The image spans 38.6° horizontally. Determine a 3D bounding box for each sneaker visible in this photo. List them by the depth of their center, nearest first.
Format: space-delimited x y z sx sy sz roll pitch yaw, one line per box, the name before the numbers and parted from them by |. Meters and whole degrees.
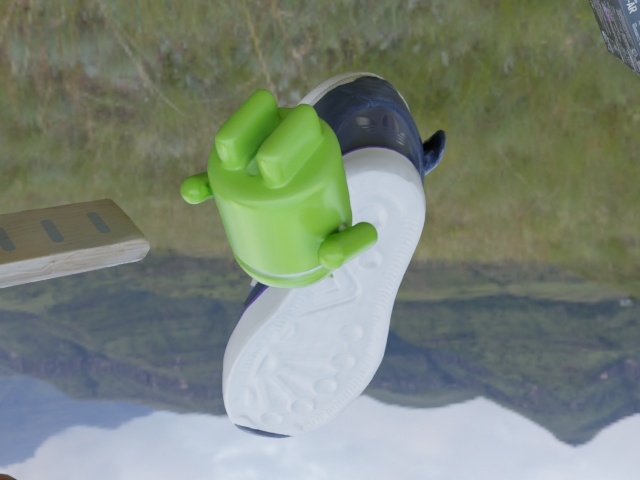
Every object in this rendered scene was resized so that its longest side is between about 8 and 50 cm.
sneaker | 0.000 0.000 0.851 0.130 0.323 0.236 15 -147 -13

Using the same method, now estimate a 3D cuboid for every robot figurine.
robot figurine | -0.019 -0.021 0.468 0.101 0.115 0.067 22 -121 23

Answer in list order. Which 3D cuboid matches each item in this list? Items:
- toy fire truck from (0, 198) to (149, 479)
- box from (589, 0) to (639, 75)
toy fire truck | -0.175 0.082 0.388 0.246 0.217 0.158 -47 158 -1
box | 0.174 -0.139 0.531 0.018 0.083 0.067 -28 -153 9
